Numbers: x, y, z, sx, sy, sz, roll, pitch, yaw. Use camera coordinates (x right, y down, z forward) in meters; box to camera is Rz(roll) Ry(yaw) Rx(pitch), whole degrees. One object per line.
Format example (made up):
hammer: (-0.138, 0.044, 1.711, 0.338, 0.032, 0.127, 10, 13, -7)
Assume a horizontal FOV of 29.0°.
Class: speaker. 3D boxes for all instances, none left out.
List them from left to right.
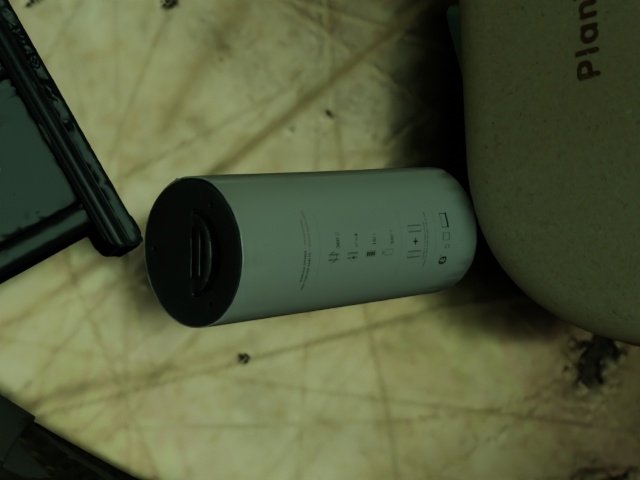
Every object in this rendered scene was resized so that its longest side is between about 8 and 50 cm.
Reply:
speaker: (0.000, 0.000, 0.478, 0.136, 0.055, 0.055, -6, 87, -46)

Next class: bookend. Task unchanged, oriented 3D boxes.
bookend: (-0.175, -0.029, 0.463, 0.157, 0.072, 0.156, -29, 93, -13)

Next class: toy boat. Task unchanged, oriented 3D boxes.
toy boat: (0.149, -0.071, 0.505, 0.151, 0.151, 0.231, 6, 79, -44)

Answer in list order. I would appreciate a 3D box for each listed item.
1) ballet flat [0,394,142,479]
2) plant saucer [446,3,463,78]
ballet flat: (-0.078, 0.134, 0.488, 0.250, 0.058, 0.084, 33, 44, -14)
plant saucer: (0.156, -0.096, 0.574, 0.192, 0.018, 0.067, -14, 89, -13)
